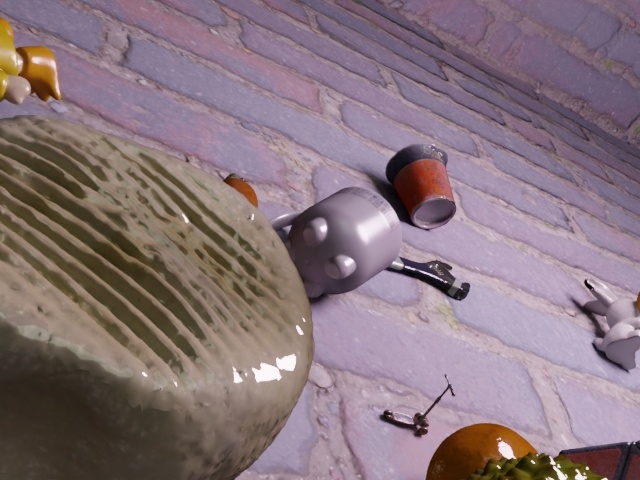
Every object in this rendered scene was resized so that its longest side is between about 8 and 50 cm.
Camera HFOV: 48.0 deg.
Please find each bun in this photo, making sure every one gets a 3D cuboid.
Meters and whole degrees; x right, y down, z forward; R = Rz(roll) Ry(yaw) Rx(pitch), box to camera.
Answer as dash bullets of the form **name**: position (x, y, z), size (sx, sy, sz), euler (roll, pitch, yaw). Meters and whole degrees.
- **bun**: position (-0.188, 0.071, 0.591), size (0.349, 0.227, 0.352), euler (40, 32, 9)

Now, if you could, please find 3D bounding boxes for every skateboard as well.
- **skateboard**: position (0.123, 0.197, 0.877), size (0.064, 0.083, 0.032), euler (21, 32, -22)

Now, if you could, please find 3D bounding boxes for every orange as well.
- **orange**: position (0.184, 0.278, 0.782), size (0.156, 0.124, 0.156), euler (39, 31, -28)

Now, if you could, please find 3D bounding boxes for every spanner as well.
- **spanner**: position (0.120, 0.033, 1.190), size (0.316, 0.024, 0.087), euler (17, 32, -27)

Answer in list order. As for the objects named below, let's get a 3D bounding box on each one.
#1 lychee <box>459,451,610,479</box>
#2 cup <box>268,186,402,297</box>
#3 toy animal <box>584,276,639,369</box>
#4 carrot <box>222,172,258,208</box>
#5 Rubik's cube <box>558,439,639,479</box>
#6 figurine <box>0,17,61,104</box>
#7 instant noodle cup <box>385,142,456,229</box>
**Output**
- **lychee**: position (0.183, 0.331, 0.563), size (0.270, 0.270, 0.320), euler (25, 26, -18)
- **cup**: position (0.008, -0.006, 1.010), size (0.173, 0.134, 0.142), euler (43, 38, 13)
- **toy animal**: position (0.579, 0.141, 1.396), size (0.127, 0.131, 0.181), euler (4, 40, 17)
- **carrot**: position (-0.112, 0.013, 0.937), size (0.069, 0.069, 0.336), euler (21, 34, -23)
- **Rubik's cube**: position (0.511, 0.359, 0.976), size (0.229, 0.228, 0.233), euler (-28, 16, -19)
- **figurine**: position (-0.464, -0.209, 0.785), size (0.215, 0.187, 0.344), euler (18, 19, 20)
- **instant noodle cup**: position (0.200, -0.098, 1.382), size (0.127, 0.127, 0.135), euler (16, 42, -31)
